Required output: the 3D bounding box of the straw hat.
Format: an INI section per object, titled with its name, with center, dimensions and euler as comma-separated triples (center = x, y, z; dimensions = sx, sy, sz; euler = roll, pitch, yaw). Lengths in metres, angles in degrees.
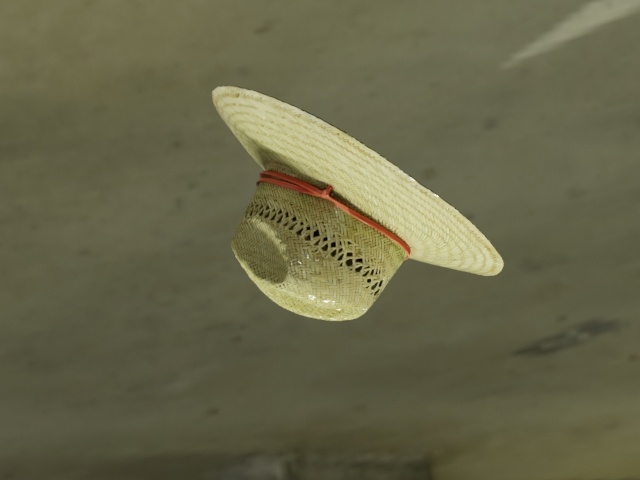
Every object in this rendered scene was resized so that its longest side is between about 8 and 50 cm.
[straw hat]
center = 0.000, 0.000, 0.750
dimensions = 0.144, 0.061, 0.144
euler = 30, 170, 6
